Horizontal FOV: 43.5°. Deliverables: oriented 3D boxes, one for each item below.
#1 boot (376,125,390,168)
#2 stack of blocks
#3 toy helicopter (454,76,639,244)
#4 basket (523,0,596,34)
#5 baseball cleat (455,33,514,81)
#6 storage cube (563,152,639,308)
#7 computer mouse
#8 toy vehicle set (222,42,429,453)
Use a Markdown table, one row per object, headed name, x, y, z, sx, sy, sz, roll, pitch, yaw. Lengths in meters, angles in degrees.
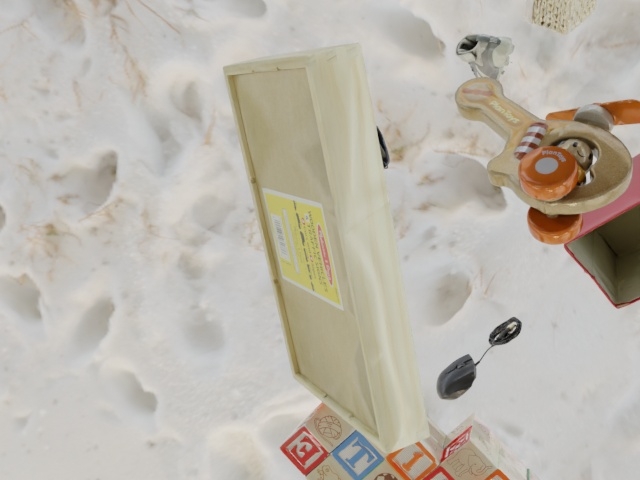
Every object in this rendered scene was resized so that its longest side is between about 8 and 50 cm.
| name | x | y | z | sx | sy | sz | roll | pitch | yaw |
| --- | --- | --- | --- | --- | --- | --- | --- | --- | --- |
| boot | 0.049 | -0.117 | 1.186 | 0.106 | 0.219 | 0.082 | -31 | 111 | 10 |
| stack of blocks | 0.121 | 0.272 | 0.885 | 0.297 | 0.087 | 0.171 | 46 | 105 | 6 |
| toy helicopter | 0.349 | -0.174 | 1.275 | 0.235 | 0.140 | 0.355 | -34 | 48 | -6 |
| basket | 0.477 | -0.502 | 1.569 | 0.113 | 0.167 | 0.103 | -41 | 58 | -19 |
| baseball cleat | 0.313 | -0.351 | 1.562 | 0.109 | 0.206 | 0.072 | 18 | 75 | 5 |
| storage cube | 0.601 | -0.022 | 1.544 | 0.215 | 0.193 | 0.183 | -35 | 106 | 32 |
| computer mouse | 0.310 | 0.234 | 1.607 | 0.041 | 0.071 | 0.242 | 30 | 115 | -19 |
| toy vehicle set | 0.000 | 0.000 | 0.575 | 0.035 | 0.166 | 0.266 | -18 | 107 | -21 |
